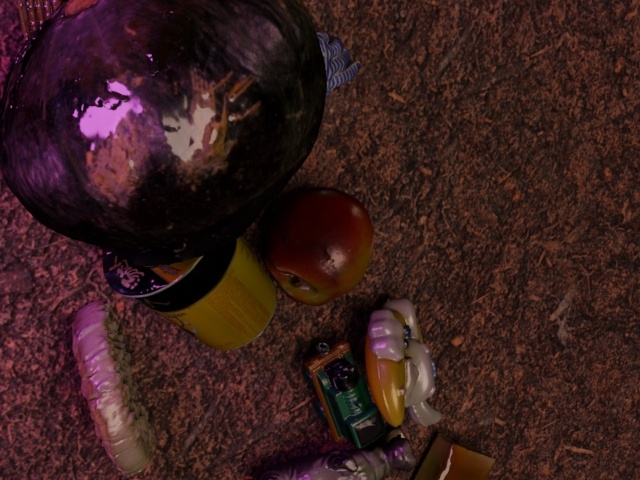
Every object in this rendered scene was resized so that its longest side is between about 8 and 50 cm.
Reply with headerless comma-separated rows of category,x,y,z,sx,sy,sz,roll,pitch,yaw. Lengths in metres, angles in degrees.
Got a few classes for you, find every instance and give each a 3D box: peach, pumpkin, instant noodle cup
peach,0.000,0.000,1.787,0.197,0.197,0.197,-12,113,-28
pumpkin,-0.212,-0.185,1.417,0.454,0.454,0.344,-43,128,-11
instant noodle cup,-0.187,0.052,1.687,0.215,0.215,0.236,-48,134,-7

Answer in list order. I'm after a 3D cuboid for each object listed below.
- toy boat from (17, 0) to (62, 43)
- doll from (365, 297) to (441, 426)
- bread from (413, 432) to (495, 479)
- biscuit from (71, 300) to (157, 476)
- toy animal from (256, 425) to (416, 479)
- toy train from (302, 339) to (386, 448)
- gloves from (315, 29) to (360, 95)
toy boat,-0.391,-0.325,1.516,0.063,0.016,0.115,-16,115,-27
doll,0.150,0.228,1.959,0.237,0.111,0.252,-1,79,-71
bread,0.216,0.573,2.194,0.138,0.077,0.361,25,94,-37
biscuit,-0.326,0.248,1.689,0.084,0.179,0.281,-16,110,-3
toy animal,0.046,0.426,1.976,0.343,0.168,0.106,-14,89,-26
toy train,0.046,0.280,1.942,0.091,0.136,0.227,-29,123,-19
gloves,-0.031,-0.285,1.718,0.229,0.097,0.119,-5,141,-35
